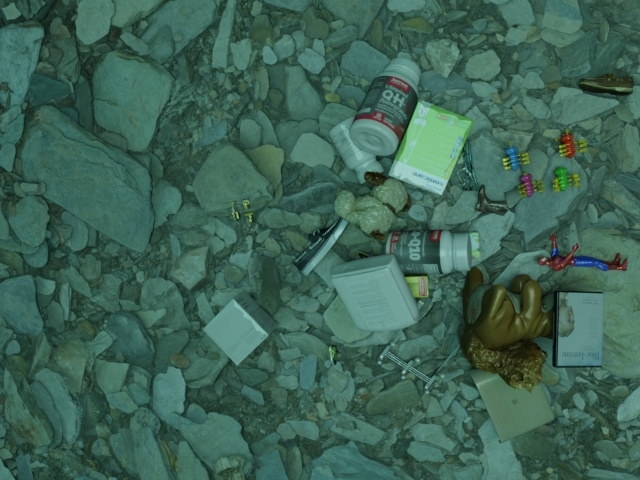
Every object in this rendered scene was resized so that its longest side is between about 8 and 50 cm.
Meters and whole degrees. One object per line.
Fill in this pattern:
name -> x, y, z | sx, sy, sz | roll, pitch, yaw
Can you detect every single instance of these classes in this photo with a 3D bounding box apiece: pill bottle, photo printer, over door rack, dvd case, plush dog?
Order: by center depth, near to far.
dvd case -> 0.855, 0.294, 1.585 | 0.181, 0.022, 0.252 | 3, 88, -13
pill bottle -> 0.237, -0.471, 1.667 | 0.177, 0.176, 0.318 | 22, 73, 7
plush dog -> 0.216, -0.124, 1.717 | 0.263, 0.211, 0.225 | 34, 91, -34
pill bottle -> 0.393, 0.041, 1.733 | 0.284, 0.161, 0.161 | -2, 98, 24
photo printer -> 0.210, 0.209, 1.762 | 0.256, 0.107, 0.307 | -14, 118, 29
pill bottle -> 0.138, -0.332, 1.773 | 0.131, 0.131, 0.229 | -29, 92, 14
over door rack -> 0.398, 0.409, 1.840 | 0.240, 0.108, 0.324 | 32, 102, 4

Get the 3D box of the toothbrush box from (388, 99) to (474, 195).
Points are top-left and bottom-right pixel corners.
toothbrush box -> 0.394, -0.331, 1.728 | 0.207, 0.122, 0.282 | 22, 101, 6

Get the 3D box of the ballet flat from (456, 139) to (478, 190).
ballet flat -> 0.526, -0.269, 1.736 | 0.070, 0.070, 0.188 | -11, 99, 12

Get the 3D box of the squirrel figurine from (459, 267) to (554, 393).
squirrel figurine -> 0.712, 0.318, 1.698 | 0.371, 0.281, 0.396 | 12, 92, -5

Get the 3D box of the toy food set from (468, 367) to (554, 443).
toy food set -> 0.725, 0.596, 1.822 | 0.220, 0.092, 0.305 | -24, 94, 2

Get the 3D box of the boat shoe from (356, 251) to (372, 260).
boat shoe -> 0.210, 0.106, 1.816 | 0.190, 0.072, 0.068 | 31, 69, 26

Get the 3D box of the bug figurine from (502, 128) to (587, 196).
bug figurine -> 0.784, -0.265, 1.687 | 0.279, 0.072, 0.216 | -11, 102, 8

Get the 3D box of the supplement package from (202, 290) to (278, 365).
supplement package -> -0.322, 0.352, 1.950 | 0.203, 0.149, 0.194 | 46, 104, 2

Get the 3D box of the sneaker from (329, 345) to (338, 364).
sneaker -> 0.058, 0.469, 1.953 | 0.035, 0.031, 0.083 | -11, 96, 12

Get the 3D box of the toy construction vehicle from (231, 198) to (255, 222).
toy construction vehicle -> -0.317, -0.115, 1.942 | 0.086, 0.035, 0.098 | -7, 96, 12

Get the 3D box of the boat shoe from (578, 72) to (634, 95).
boat shoe -> 0.967, -0.534, 1.620 | 0.178, 0.064, 0.060 | 8, 94, 3

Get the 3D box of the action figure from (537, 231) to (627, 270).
action figure -> 0.920, 0.040, 1.695 | 0.281, 0.091, 0.138 | -3, 104, 11

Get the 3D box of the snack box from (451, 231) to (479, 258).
snack box -> 0.521, 0.020, 1.795 | 0.141, 0.037, 0.100 | -4, 96, 13

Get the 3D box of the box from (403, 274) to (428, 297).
box -> 0.298, 0.178, 1.851 | 0.233, 0.058, 0.087 | -2, 97, 11

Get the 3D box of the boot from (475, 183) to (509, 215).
boot -> 0.635, -0.148, 1.750 | 0.114, 0.037, 0.106 | 10, 113, 13

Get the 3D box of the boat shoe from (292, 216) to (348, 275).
boat shoe -> 0.000, 0.000, 1.866 | 0.102, 0.108, 0.301 | 40, 110, 2
